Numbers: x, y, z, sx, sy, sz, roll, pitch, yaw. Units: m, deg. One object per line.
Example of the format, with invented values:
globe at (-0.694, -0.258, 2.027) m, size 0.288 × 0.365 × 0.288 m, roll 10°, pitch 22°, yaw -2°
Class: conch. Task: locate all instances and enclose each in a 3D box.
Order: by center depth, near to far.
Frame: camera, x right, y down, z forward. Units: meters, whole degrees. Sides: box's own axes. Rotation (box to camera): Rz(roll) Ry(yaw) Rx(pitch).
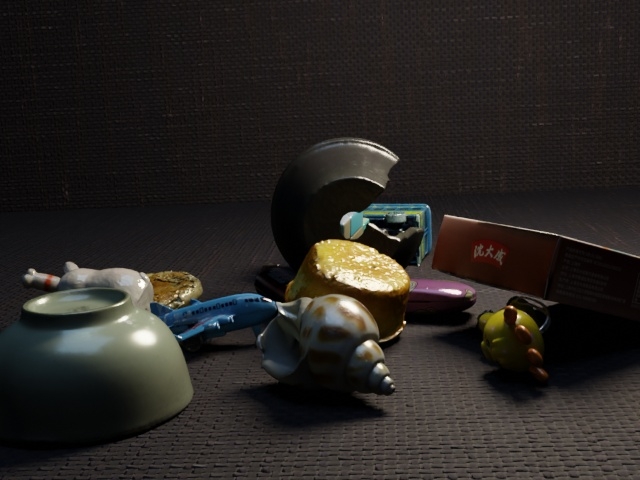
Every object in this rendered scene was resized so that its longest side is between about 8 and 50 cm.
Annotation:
conch at (0.018, 0.181, 1.527) m, size 0.149 × 0.182 × 0.275 m, roll 27°, pitch 2°, yaw -28°

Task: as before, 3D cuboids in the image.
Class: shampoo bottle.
shampoo bottle at (-0.073, 0.116, 2.095) m, size 0.129 × 0.084 × 0.323 m, roll 0°, pitch 8°, yaw -20°

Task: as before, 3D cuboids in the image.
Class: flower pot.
flower pot at (0.058, -0.041, 2.093) m, size 0.379 × 0.379 × 0.251 m, roll -3°, pitch 9°, yaw 0°

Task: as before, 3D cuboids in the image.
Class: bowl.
bowl at (-0.392, 0.187, 1.502) m, size 0.354 × 0.185 × 0.354 m, roll -3°, pitch 11°, yaw 1°

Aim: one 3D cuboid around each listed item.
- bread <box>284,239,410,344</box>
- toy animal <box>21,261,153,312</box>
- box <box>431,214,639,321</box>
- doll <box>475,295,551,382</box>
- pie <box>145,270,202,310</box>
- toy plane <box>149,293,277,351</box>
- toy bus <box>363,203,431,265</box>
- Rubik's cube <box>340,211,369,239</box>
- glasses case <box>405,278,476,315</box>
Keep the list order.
bread at (0.064, 0.104, 1.834) m, size 0.268 × 0.145 × 0.268 m, roll 13°, pitch 24°, yaw -6°
toy animal at (-0.499, 0.125, 1.985) m, size 0.282 × 0.138 × 0.140 m, roll 3°, pitch 14°, yaw 16°
box at (0.478, 0.062, 1.798) m, size 0.385 × 0.122 × 0.344 m, roll 13°, pitch 1°, yaw -29°
doll at (0.345, 0.169, 1.588) m, size 0.135 × 0.143 × 0.221 m, roll -24°, pitch 2°, yaw 1°
pie at (-0.414, 0.132, 2.177) m, size 0.274 × 0.055 × 0.274 m, roll -6°, pitch 14°, yaw 2°
toy plane at (-0.222, 0.160, 1.829) m, size 0.271 × 0.105 × 0.254 m, roll -1°, pitch 11°, yaw 2°
toy bus at (0.146, -0.019, 2.578) m, size 0.312 × 0.152 × 0.190 m, roll 1°, pitch 12°, yaw 16°
Rubik's cube at (0.000, 0.000, 2.403) m, size 0.265 × 0.213 × 0.224 m, roll 13°, pitch 31°, yaw 23°
glasses case at (0.179, 0.123, 1.989) m, size 0.316 × 0.076 × 0.123 m, roll 0°, pitch 6°, yaw 20°
